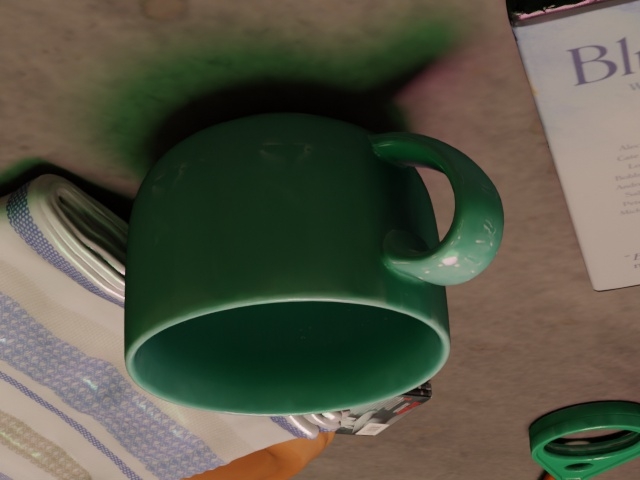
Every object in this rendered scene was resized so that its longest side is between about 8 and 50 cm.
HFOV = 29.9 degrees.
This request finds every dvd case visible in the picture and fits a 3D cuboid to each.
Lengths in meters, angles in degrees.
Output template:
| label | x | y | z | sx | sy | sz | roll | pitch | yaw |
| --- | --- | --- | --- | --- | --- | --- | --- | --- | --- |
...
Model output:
| label | x | y | z | sx | sy | sz | roll | pitch | yaw |
| --- | --- | --- | --- | --- | --- | --- | --- | --- | --- |
| dvd case | 0.187 | -0.049 | 0.495 | 0.180 | 0.022 | 0.253 | -11 | 152 | 15 |
| dvd case | 0.002 | 0.108 | 0.793 | 0.119 | 0.013 | 0.087 | 9 | 151 | -21 |

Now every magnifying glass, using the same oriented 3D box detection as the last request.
| label | x | y | z | sx | sy | sz | roll | pitch | yaw |
| --- | --- | --- | --- | --- | --- | --- | --- | --- | --- |
| magnifying glass | 0.199 | 0.173 | 0.937 | 0.092 | 0.026 | 0.231 | -3 | 151 | -2 |

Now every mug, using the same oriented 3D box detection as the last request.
| label | x | y | z | sx | sy | sz | roll | pitch | yaw |
| --- | --- | --- | --- | --- | --- | --- | --- | --- | --- |
| mug | -0.002 | 0.004 | 0.495 | 0.157 | 0.097 | 0.129 | -9 | 152 | 9 |

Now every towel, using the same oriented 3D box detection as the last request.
| label | x | y | z | sx | sy | sz | roll | pitch | yaw |
| --- | --- | --- | --- | --- | --- | --- | --- | --- | --- |
| towel | -0.153 | 0.078 | 0.635 | 0.285 | 0.034 | 0.209 | -24 | 129 | 36 |

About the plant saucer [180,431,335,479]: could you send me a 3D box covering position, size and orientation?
| label | x | y | z | sx | sy | sz | roll | pitch | yaw |
| --- | --- | --- | --- | --- | --- | --- | --- | --- | --- |
| plant saucer | -0.089 | 0.125 | 0.763 | 0.199 | 0.037 | 0.200 | 1 | 155 | 1 |
